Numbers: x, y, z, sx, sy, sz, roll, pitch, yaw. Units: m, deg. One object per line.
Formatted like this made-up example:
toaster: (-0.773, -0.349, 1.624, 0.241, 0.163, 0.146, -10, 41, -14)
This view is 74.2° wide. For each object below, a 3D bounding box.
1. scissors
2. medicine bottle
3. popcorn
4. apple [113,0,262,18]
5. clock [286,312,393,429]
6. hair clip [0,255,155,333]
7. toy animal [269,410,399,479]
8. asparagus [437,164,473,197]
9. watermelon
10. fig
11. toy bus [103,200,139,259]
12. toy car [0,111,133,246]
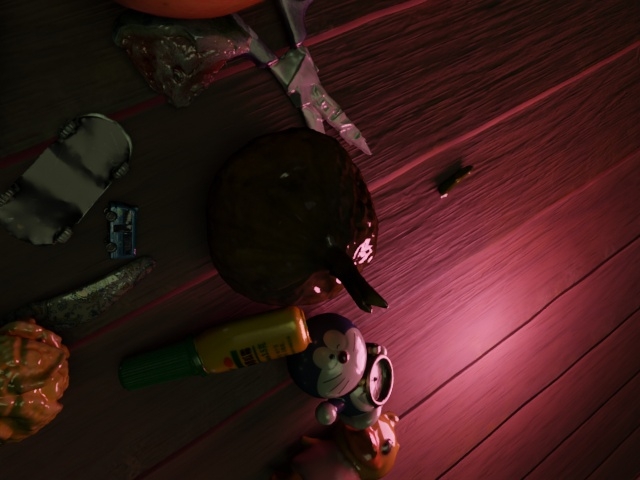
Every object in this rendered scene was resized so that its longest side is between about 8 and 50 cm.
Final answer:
scissors: (-0.036, -0.263, 0.704, 0.256, 0.029, 0.383, -38, 119, -9)
medicine bottle: (-0.170, 0.179, 0.696, 0.309, 0.076, 0.111, -14, 142, -4)
popcorn: (-0.439, 0.177, 0.551, 0.195, 0.168, 0.174, 8, 67, -25)
apple: (-0.133, -0.408, 0.457, 0.277, 0.319, 0.319, -3, 105, -36)
clock: (0.036, 0.251, 0.816, 0.243, 0.146, 0.199, 55, 53, -30)
hair clip: (-0.356, 0.089, 0.633, 0.229, 0.036, 0.066, -29, 122, -17)
toy animal: (0.055, 0.462, 0.883, 0.281, 0.195, 0.169, -40, 158, -8)
asparagus: (0.292, -0.129, 0.916, 0.108, 0.021, 0.025, -40, 122, -13)
watermelon: (-0.190, -0.253, 0.594, 0.187, 0.071, 0.139, 0, 120, -14)
fig: (0.000, 0.000, 0.611, 0.286, 0.368, 0.286, -15, 121, -27)
toy bus: (-0.298, -0.016, 0.632, 0.046, 0.038, 0.083, -1, 106, -32)
toy car: (-0.345, -0.084, 0.579, 0.095, 0.056, 0.205, 42, 80, -30)
